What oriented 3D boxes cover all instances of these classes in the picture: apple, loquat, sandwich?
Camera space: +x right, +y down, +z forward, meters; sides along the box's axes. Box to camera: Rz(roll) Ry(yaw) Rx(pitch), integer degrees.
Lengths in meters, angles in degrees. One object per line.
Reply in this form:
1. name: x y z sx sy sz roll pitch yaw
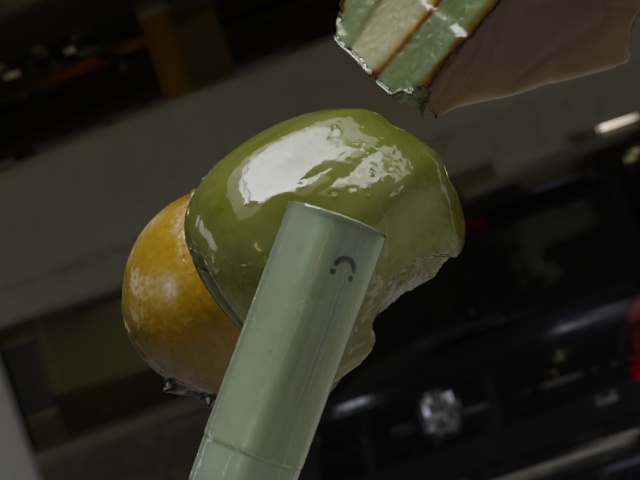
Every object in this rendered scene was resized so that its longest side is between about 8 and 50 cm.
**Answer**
1. apple: 0.000 0.000 1.709 0.279 0.279 0.279 -19 1 0
2. loquat: -0.089 0.057 2.269 0.359 0.328 0.328 -61 2 -1
3. sandwich: 0.157 -0.202 1.429 0.198 0.155 0.227 22 -70 -48

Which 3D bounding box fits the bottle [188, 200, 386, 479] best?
1. bottle: -0.022 0.078 1.160 0.072 0.201 0.072 20 -4 2
